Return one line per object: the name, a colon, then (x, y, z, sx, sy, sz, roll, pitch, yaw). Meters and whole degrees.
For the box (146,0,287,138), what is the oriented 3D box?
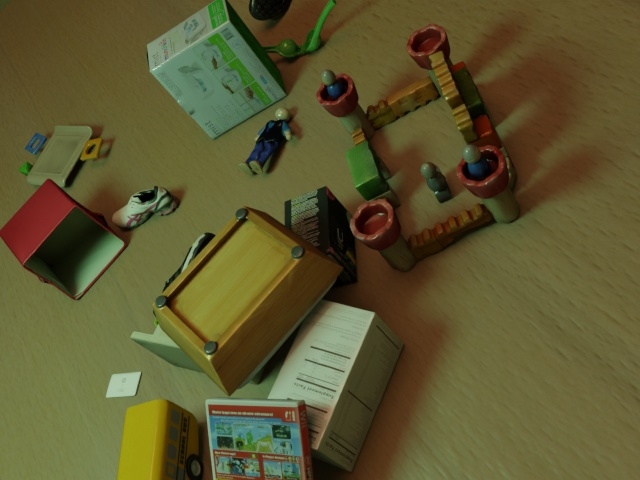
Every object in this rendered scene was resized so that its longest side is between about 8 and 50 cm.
box: (-0.250, -0.412, 1.859, 0.231, 0.262, 0.127, -29, 47, 14)

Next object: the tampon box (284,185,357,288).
tampon box: (0.000, 0.000, 1.502, 0.101, 0.120, 0.161, -19, 51, 22)

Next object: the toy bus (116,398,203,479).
toy bus: (-0.293, 0.465, 1.357, 0.108, 0.130, 0.333, -18, 51, 22)

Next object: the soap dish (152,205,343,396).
soap dish: (-0.136, 0.090, 1.327, 0.291, 0.118, 0.229, -48, 50, -9)

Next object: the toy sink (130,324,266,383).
toy sink: (-0.227, 0.179, 1.503, 0.234, 0.153, 0.131, 4, 61, 36)

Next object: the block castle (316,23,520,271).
block castle: (0.175, -0.198, 1.466, 0.303, 0.213, 0.453, -26, 48, 15)

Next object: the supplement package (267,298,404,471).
supplement package: (0.020, 0.244, 1.305, 0.134, 0.139, 0.244, 11, 65, 36)

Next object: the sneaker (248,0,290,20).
sneaker: (-0.143, -0.709, 2.129, 0.124, 0.107, 0.283, -9, 50, 46)

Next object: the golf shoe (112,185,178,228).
golf shoe: (-0.447, -0.089, 1.880, 0.186, 0.086, 0.067, -21, 51, 21)

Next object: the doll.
doll: (-0.118, -0.238, 1.798, 0.129, 0.046, 0.189, -2, 52, 43)

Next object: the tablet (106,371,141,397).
tablet: (-0.423, 0.310, 1.637, 0.083, 0.006, 0.054, -9, 54, 27)

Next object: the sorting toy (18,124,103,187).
sorting toy: (-0.745, -0.239, 2.207, 0.347, 0.047, 0.196, 7, 68, 36)

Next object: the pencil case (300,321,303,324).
pencil case: (-0.068, 0.126, 1.493, 0.151, 0.070, 0.064, 7, 64, 37)

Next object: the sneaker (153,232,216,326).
sneaker: (-0.301, 0.082, 1.665, 0.097, 0.084, 0.235, 7, 63, 37)

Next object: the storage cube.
storage cube: (-0.632, -0.005, 1.873, 0.215, 0.183, 0.193, -50, 45, -6)

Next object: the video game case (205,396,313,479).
video game case: (-0.094, 0.399, 1.233, 0.204, 0.025, 0.285, -7, 89, 37)

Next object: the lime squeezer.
lime squeezer: (-0.072, -0.503, 1.916, 0.310, 0.110, 0.059, -16, 70, 29)
